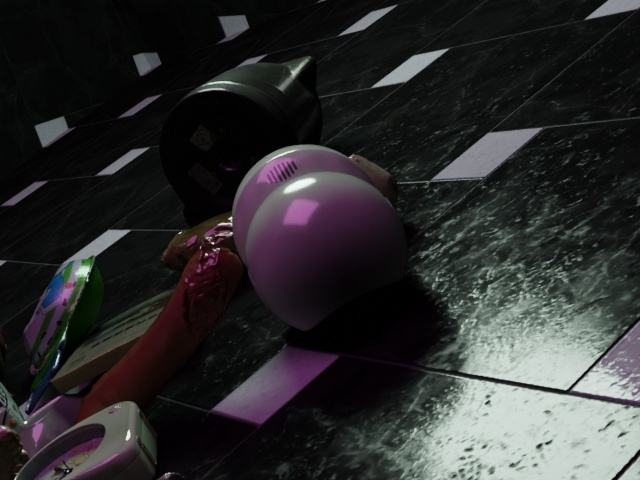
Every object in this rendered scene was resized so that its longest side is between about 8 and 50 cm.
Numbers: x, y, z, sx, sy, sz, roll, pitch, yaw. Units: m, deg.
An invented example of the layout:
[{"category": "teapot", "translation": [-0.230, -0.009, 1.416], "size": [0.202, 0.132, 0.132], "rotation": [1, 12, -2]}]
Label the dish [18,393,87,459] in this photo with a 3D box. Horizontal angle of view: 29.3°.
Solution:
[{"category": "dish", "translation": [-0.349, 0.232, 1.593], "size": [0.137, 0.039, 0.091], "rotation": [-41, 20, -30]}]

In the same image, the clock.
[{"category": "clock", "translation": [-0.272, 0.262, 1.350], "size": [0.191, 0.062, 0.151], "rotation": [-30, 18, 3]}]

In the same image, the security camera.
[{"category": "security camera", "translation": [0.000, 0.000, 1.427], "size": [0.194, 0.194, 0.236], "rotation": [-31, 21, -2]}]

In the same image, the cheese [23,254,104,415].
[{"category": "cheese", "translation": [-0.388, 0.132, 1.814], "size": [0.204, 0.083, 0.320], "rotation": [-54, 17, 24]}]

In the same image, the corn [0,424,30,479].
[{"category": "corn", "translation": [-0.496, 0.289, 1.554], "size": [0.335, 0.127, 0.126], "rotation": [-16, 23, 35]}]

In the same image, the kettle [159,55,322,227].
[{"category": "kettle", "translation": [-0.124, -0.158, 2.073], "size": [0.321, 0.228, 0.324], "rotation": [-57, -2, 29]}]

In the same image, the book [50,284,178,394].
[{"category": "book", "translation": [-0.252, 0.119, 1.720], "size": [0.215, 0.025, 0.283], "rotation": [-28, 9, 5]}]

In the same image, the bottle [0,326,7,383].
[{"category": "bottle", "translation": [-0.581, 0.173, 1.949], "size": [0.143, 0.156, 0.271], "rotation": [-55, 22, 3]}]

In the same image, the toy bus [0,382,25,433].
[{"category": "toy bus", "translation": [-0.462, 0.236, 1.688], "size": [0.087, 0.089, 0.194], "rotation": [-35, 19, -14]}]

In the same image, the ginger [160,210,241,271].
[{"category": "ginger", "translation": [-0.096, -0.020, 1.796], "size": [0.333, 0.080, 0.166], "rotation": [-22, 15, 14]}]

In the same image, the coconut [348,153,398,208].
[{"category": "coconut", "translation": [0.044, -0.051, 1.606], "size": [0.122, 0.116, 0.116], "rotation": [-26, 18, 15]}]

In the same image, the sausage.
[{"category": "sausage", "translation": [-0.190, 0.128, 1.443], "size": [0.304, 0.078, 0.078], "rotation": [-52, 12, 17]}]

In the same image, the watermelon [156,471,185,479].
[{"category": "watermelon", "translation": [-0.170, 0.288, 1.088], "size": [0.180, 0.094, 0.081], "rotation": [-51, 25, -13]}]
